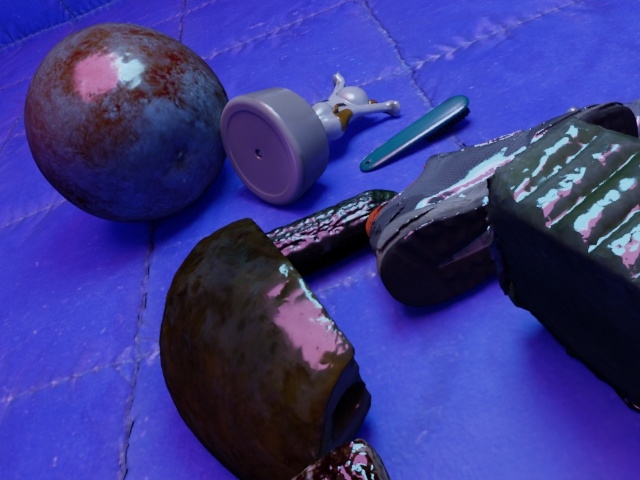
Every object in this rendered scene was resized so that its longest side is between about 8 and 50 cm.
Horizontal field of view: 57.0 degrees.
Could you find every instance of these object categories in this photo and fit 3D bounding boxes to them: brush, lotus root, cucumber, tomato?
[{"bbox_3d":[0.147,-0.157,0.906,0.193,0.032,0.043,-35,42,6],"label":"brush"},{"bbox_3d":[-0.078,0.100,0.584,0.210,0.142,0.314,-49,49,-9],"label":"lotus root"},{"bbox_3d":[0.000,-0.001,0.759,0.241,0.074,0.074,-24,38,0],"label":"cucumber"},{"bbox_3d":[-0.303,-0.183,0.947,0.317,0.316,0.282,-39,50,-18],"label":"tomato"}]

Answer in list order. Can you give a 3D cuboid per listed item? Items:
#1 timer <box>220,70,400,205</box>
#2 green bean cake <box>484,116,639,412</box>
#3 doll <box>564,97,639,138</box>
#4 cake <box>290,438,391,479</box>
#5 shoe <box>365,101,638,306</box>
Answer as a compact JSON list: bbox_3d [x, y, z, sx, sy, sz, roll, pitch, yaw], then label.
[{"bbox_3d":[-0.004,-0.190,0.940,0.175,0.175,0.266,18,42,41],"label":"timer"},{"bbox_3d":[0.246,0.034,0.467,0.125,0.227,0.222,-38,40,-9],"label":"green bean cake"},{"bbox_3d":[0.378,-0.142,0.729,0.094,0.079,0.180,-8,20,-17],"label":"doll"},{"bbox_3d":[0.027,0.277,0.390,0.135,0.112,0.246,-27,41,1],"label":"cake"},{"bbox_3d":[0.196,-0.060,0.698,0.336,0.132,0.171,-30,29,-3],"label":"shoe"}]
